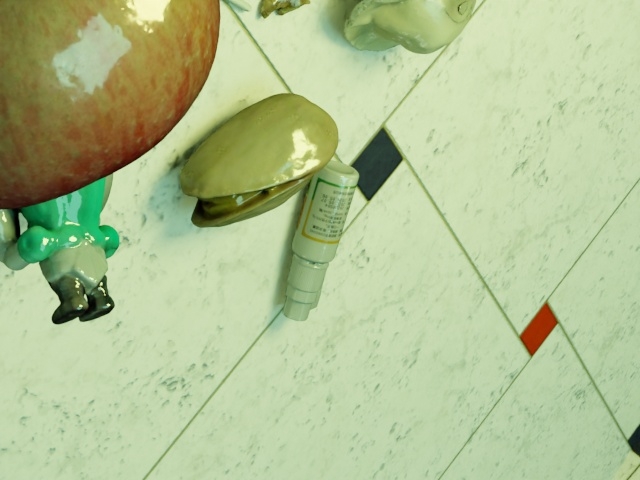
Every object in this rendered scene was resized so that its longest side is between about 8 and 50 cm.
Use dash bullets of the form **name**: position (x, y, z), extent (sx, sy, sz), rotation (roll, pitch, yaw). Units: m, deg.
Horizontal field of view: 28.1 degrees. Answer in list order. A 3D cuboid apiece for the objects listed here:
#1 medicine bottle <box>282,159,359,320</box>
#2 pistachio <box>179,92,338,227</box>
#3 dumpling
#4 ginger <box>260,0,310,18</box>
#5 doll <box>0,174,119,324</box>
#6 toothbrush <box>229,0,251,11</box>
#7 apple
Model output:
- **medicine bottle**: position (0.000, 0.000, 1.726), extent (0.092, 0.061, 0.221), rotation (-23, 133, -62)
- **pistachio**: position (-0.073, -0.091, 1.526), extent (0.206, 0.131, 0.130), rotation (-37, 129, -18)
- **dumpling**: position (0.119, -0.297, 1.623), extent (0.247, 0.142, 0.172), rotation (-23, 165, -45)
- **ginger**: position (-0.029, -0.292, 1.517), extent (0.097, 0.030, 0.048), rotation (-48, 139, -11)
- **doll**: position (-0.292, -0.047, 1.282), extent (0.195, 0.153, 0.258), rotation (34, 46, -39)
- **toothbrush**: position (-0.127, -0.292, 1.426), extent (0.162, 0.014, 0.017), rotation (23, 82, -52)
- **apple**: position (-0.258, -0.197, 1.099), extent (0.344, 0.344, 0.269), rotation (-37, 135, -26)
